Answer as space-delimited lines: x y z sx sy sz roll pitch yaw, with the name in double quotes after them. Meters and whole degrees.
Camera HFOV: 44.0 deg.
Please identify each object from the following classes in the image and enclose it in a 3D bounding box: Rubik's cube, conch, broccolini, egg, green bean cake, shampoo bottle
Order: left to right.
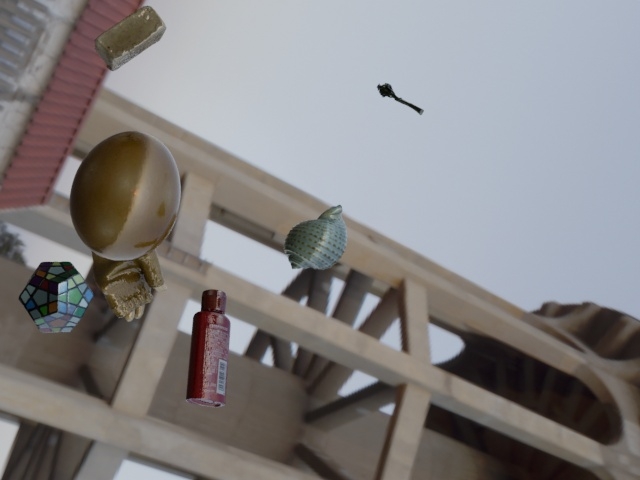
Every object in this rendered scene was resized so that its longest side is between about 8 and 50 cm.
-0.471 0.101 1.411 0.112 0.133 0.133 -33 -166 -20 "Rubik's cube"
-0.511 -0.118 2.088 0.282 0.282 0.351 -10 -117 63 "egg"
-0.496 -0.527 2.061 0.179 0.085 0.109 -39 -171 -12 "green bean cake"
-0.301 0.291 2.152 0.076 0.118 0.314 -25 -125 44 "shampoo bottle"
0.003 0.009 2.079 0.200 0.172 0.131 -35 -126 3 "conch"
0.220 -0.394 2.205 0.044 0.042 0.218 -27 -145 -10 "broccolini"

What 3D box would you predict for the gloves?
-0.575 0.067 2.349 0.155 0.203 0.356 -132 -148 -74 "gloves"
